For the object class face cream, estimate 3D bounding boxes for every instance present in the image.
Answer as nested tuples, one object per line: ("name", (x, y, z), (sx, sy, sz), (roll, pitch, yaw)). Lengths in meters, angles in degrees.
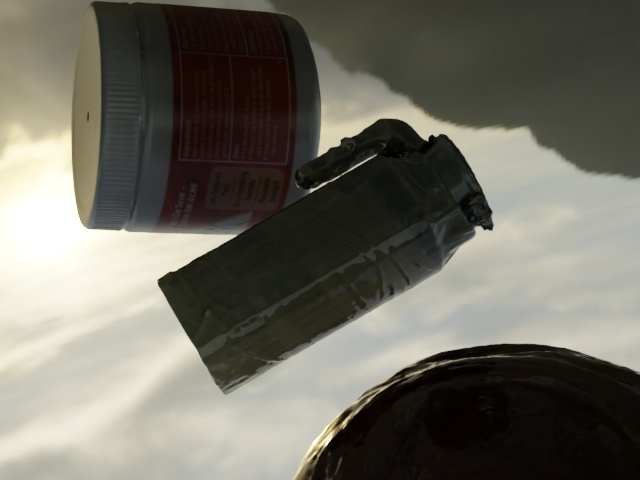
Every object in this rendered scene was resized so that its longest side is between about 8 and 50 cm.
("face cream", (-0.114, -0.105, 1.121), (0.187, 0.201, 0.201), (1, -177, -18))

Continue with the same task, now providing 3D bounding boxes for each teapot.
("teapot", (0.000, 0.000, 0.786), (0.200, 0.107, 0.077), (-29, 147, -4))

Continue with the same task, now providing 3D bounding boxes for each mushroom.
("mushroom", (0.083, 0.191, 0.636), (0.263, 0.283, 0.195), (36, -168, 24))
